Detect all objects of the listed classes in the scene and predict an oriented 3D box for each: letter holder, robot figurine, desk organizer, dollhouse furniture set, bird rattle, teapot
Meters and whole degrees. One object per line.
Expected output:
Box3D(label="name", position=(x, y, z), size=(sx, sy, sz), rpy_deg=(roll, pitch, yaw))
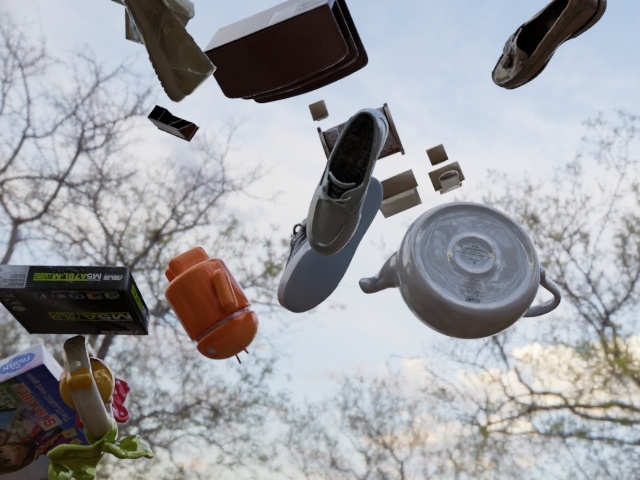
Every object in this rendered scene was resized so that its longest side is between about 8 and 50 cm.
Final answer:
Box3D(label="letter holder", position=(-0.067, -0.398, 1.622), size=(0.302, 0.152, 0.214), rpy_deg=(-15, -58, 20))
Box3D(label="robot figurine", position=(-0.193, 0.119, 1.309), size=(0.158, 0.219, 0.128), rpy_deg=(-37, -10, 21))
Box3D(label="desk organizer", position=(-0.365, -0.291, 1.809), size=(0.130, 0.047, 0.050), rpy_deg=(25, -13, 36))
Box3D(label="dollhouse furniture set", position=(0.149, -0.256, 1.807), size=(0.303, 0.355, 0.174), rpy_deg=(-21, -14, 8))
Box3D(label="bird rattle", position=(-0.337, 0.237, 1.114), size=(0.143, 0.253, 0.206), rpy_deg=(-12, -63, -7))
Box3D(label="teapot", position=(0.243, 0.070, 1.249), size=(0.256, 0.253, 0.187), rpy_deg=(48, -24, 22))

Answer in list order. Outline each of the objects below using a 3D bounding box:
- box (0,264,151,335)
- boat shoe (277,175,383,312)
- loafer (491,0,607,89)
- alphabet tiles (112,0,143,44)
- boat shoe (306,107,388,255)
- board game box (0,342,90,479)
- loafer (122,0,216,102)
Box3D(label="box", position=(-0.362, 0.092, 1.085), size=(0.191, 0.045, 0.184), rpy_deg=(1, -30, -2))
Box3D(label="boat shoe", position=(-0.002, -0.003, 1.362), size=(0.105, 0.306, 0.113), rpy_deg=(10, -26, 46))
Box3D(label="loafer", position=(0.184, -0.174, 0.626), size=(0.039, 0.045, 0.125), rpy_deg=(-1, -23, -31))
Box3D(label="alphabet tiles", position=(-0.336, -0.546, 1.402), size=(0.011, 0.342, 0.285), rpy_deg=(2, 7, 11))
Box3D(label="boat shoe", position=(0.030, -0.084, 1.051), size=(0.079, 0.227, 0.081), rpy_deg=(23, 9, 12))
Box3D(label="board game box", position=(-0.649, 0.392, 1.522), size=(0.318, 0.066, 0.318), rpy_deg=(-24, -48, -5))
Box3D(label="loafer", position=(-0.229, -0.334, 1.044), size=(0.092, 0.102, 0.268), rpy_deg=(-25, -64, -8))
